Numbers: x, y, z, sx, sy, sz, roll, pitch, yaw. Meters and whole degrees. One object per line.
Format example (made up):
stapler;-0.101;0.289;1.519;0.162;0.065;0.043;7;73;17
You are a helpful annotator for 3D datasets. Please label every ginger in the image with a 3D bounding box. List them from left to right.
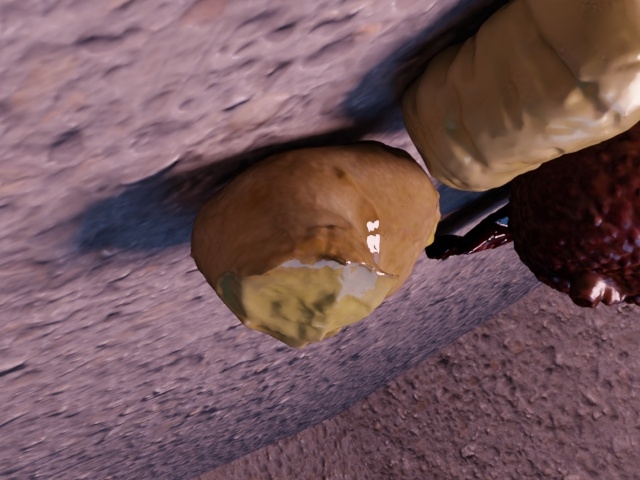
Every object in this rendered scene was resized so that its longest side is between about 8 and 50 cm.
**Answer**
ginger;0.000;0.000;0.737;0.267;0.152;0.138;-36;152;-58

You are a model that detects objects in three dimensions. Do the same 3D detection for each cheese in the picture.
cheese;0.172;-0.113;0.743;0.214;0.117;0.226;-29;172;26

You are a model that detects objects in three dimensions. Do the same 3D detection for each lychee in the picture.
lychee;0.331;-0.043;1.058;0.260;0.261;0.260;-28;166;-7

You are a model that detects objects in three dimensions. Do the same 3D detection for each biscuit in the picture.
biscuit;0.246;-0.035;1.283;0.235;0.063;0.151;-35;178;2
